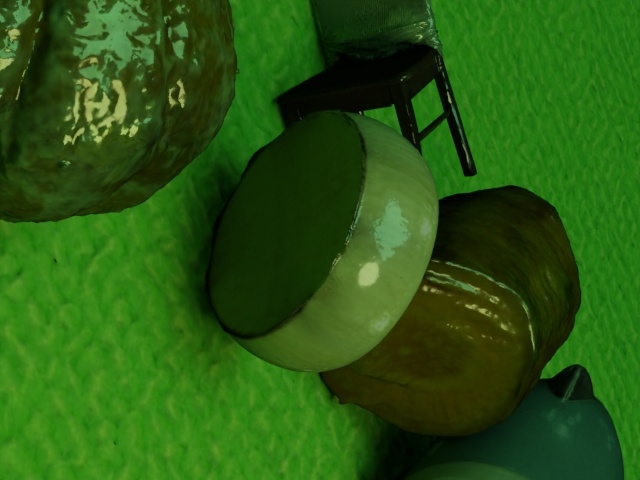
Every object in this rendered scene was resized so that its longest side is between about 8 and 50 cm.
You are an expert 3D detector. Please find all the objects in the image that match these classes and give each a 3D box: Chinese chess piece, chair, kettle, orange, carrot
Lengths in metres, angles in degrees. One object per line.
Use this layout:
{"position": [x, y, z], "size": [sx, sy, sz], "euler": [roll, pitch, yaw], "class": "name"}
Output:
{"position": [0.000, 0.000, 1.778], "size": [0.104, 0.257, 0.257], "euler": [26, 57, -30], "class": "Chinese chess piece"}
{"position": [0.052, -0.195, 2.016], "size": [0.186, 0.160, 0.319], "euler": [-39, 117, -58], "class": "chair"}
{"position": [0.222, 0.314, 2.113], "size": [0.342, 0.247, 0.319], "euler": [-48, 160, -55], "class": "kettle"}
{"position": [-0.198, -0.127, 1.466], "size": [0.210, 0.271, 0.368], "euler": [42, 26, 21], "class": "orange"}
{"position": [0.139, 0.083, 1.999], "size": [0.340, 0.241, 0.241], "euler": [-34, 111, -59], "class": "carrot"}
